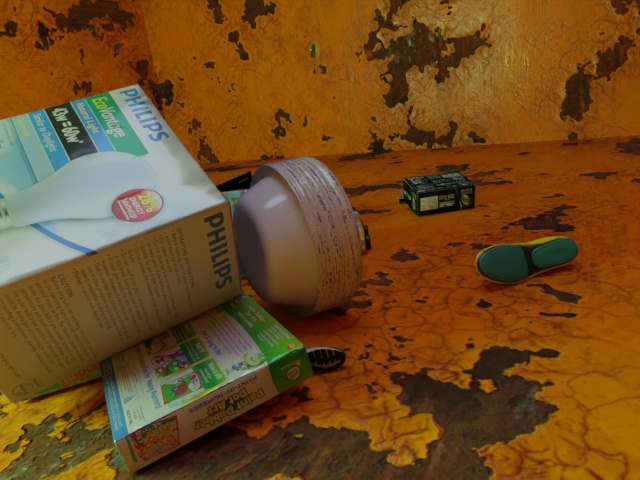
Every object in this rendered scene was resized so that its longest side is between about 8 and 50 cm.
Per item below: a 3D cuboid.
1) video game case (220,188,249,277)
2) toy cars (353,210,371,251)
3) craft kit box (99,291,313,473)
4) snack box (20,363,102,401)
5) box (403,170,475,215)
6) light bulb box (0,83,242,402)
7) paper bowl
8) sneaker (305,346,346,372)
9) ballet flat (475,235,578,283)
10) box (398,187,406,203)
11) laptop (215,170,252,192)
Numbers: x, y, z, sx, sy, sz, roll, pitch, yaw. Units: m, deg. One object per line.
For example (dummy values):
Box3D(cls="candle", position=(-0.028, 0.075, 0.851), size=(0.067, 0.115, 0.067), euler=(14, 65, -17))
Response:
Box3D(cls="video game case", position=(-0.289, -0.002, 1.156), size=(0.285, 0.203, 0.025), euler=(-6, 13, 5))
Box3D(cls="toy cars", position=(0.000, 0.000, 1.228), size=(0.177, 0.087, 0.394), euler=(8, 23, 43))
Box3D(cls="craft kit box", position=(-0.173, 0.175, 0.712), size=(0.247, 0.060, 0.250), euler=(-26, 22, -20))
Box3D(cls="snack box", position=(-0.344, 0.162, 0.880), size=(0.322, 0.060, 0.187), euler=(-14, 16, -21))
Box3D(cls="box", position=(0.361, -0.146, 1.547), size=(0.180, 0.077, 0.147), euler=(-9, 25, -5))
Box3D(cls="light bulb box", position=(-0.366, -0.023, 0.779), size=(0.361, 0.225, 0.358), euler=(-25, 54, -24))
Box3D(cls="paper bowl", position=(-0.059, 0.000, 0.905), size=(0.148, 0.284, 0.284), euler=(-16, 18, -24))
Box3D(cls="sneaker", position=(-0.017, 0.170, 0.744), size=(0.109, 0.040, 0.043), euler=(-5, 14, 6))
Box3D(cls="ballet flat", position=(0.387, 0.039, 0.977), size=(0.231, 0.077, 0.077), euler=(-10, -5, -17))
Box3D(cls="box", position=(0.360, -0.164, 1.743), size=(0.165, 0.021, 0.201), euler=(-3, 18, 15))
Box3D(cls="laptop", position=(-0.355, -0.135, 1.682), size=(0.234, 0.136, 0.264), euler=(-27, 22, -20))
